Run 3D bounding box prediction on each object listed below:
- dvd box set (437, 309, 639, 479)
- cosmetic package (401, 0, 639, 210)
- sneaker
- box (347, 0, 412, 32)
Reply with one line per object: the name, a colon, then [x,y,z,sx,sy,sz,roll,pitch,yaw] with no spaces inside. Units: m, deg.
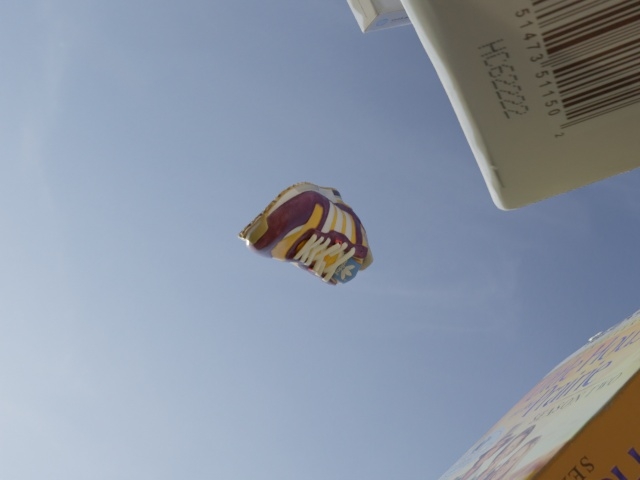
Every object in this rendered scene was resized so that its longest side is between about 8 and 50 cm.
dvd box set: [0.100,0.186,0.498,0.062,0.420,0.307,48,-23,12]
cosmetic package: [0.108,-0.273,0.492,0.162,0.453,0.230,-19,-39,17]
sneaker: [0.000,0.000,0.694,0.069,0.185,0.084,-42,-100,21]
box: [0.069,-0.316,0.831,0.038,0.145,0.186,-37,-106,59]
